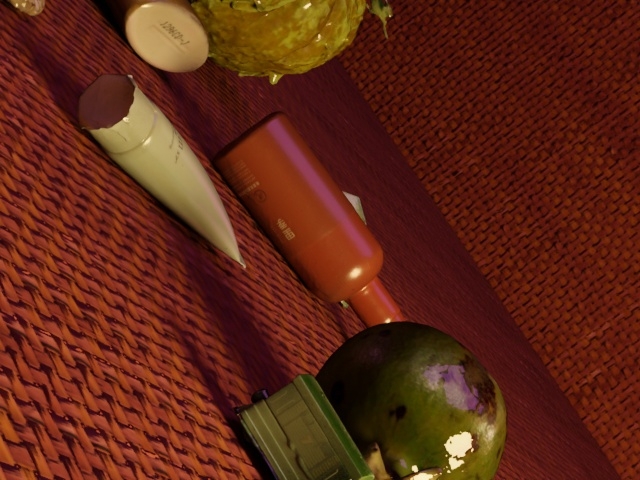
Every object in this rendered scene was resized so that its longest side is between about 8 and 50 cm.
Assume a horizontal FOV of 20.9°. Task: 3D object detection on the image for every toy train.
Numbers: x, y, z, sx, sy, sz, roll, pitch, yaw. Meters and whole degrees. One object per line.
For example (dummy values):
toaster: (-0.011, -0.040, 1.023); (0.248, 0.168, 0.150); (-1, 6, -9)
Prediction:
toy train: (-0.010, 0.128, 1.071); (0.093, 0.056, 0.038); (57, 8, 17)

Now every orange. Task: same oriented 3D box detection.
orange: (-0.084, -0.310, 1.910); (0.300, 0.223, 0.301); (61, 15, 14)

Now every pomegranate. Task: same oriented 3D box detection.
pomegranate: (0.058, 0.134, 1.173); (0.148, 0.148, 0.169); (50, 16, -24)

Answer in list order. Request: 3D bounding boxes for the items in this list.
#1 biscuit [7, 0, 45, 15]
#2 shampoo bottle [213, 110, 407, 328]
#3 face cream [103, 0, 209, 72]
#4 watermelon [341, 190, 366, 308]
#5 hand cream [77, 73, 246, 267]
biscuit: (-0.255, -0.230, 1.298); (0.152, 0.020, 0.152); (52, 8, -10)
shampoo bottle: (0.001, -0.001, 1.590); (0.244, 0.085, 0.085); (55, 8, -3)
face cream: (-0.205, -0.292, 1.663); (0.285, 0.067, 0.139); (58, 7, 27)
watermelon: (-0.001, -0.012, 1.739); (0.094, 0.081, 0.180); (1, 42, -47)
hand cream: (-0.111, -0.051, 1.285); (0.078, 0.050, 0.205); (60, 6, 36)
